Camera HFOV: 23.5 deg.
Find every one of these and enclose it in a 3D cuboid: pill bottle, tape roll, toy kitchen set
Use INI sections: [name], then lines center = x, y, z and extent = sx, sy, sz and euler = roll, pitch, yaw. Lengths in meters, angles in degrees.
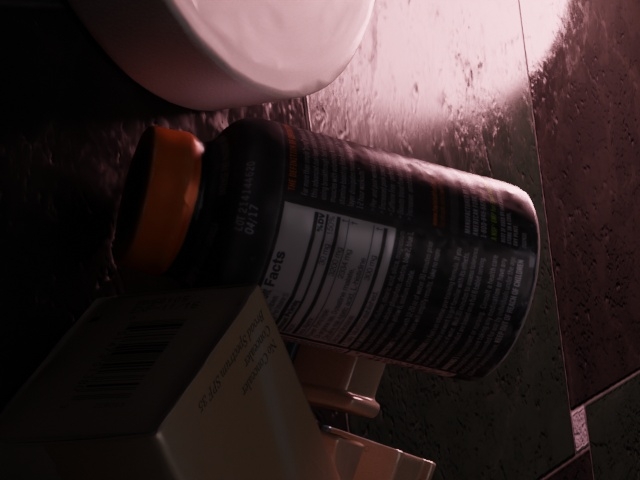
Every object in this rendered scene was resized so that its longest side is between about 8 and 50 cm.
[pill bottle]
center = 0.000, 0.000, 0.946
extent = 0.245, 0.130, 0.130
euler = 14, 66, -16
[tape roll]
center = -0.073, -0.283, 1.028
extent = 0.392, 0.072, 0.392
euler = 20, 67, -58
[toy kitchen set]
center = 0.024, 0.077, 1.126
extent = 0.166, 0.122, 0.207
euler = 28, 80, -57

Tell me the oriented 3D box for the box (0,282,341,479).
[box]
center = -0.058, 0.194, 0.905
extent = 0.148, 0.121, 0.311
euler = -58, 134, -49
